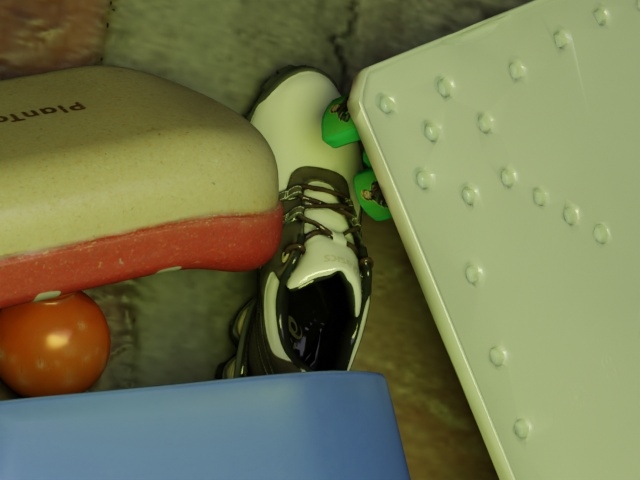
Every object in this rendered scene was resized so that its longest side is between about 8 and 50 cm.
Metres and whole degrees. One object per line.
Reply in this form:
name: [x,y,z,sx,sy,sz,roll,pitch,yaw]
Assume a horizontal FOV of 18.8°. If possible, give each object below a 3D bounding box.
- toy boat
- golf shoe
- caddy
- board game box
toy boat: [-0.129,0.008,0.935,0.231,0.151,0.151,-12,119,-27]
golf shoe: [0.000,0.000,1.009,0.077,0.094,0.198,7,78,-25]
caddy: [-0.105,0.167,0.853,0.341,0.241,0.179,-3,78,-27]
board game box: [0.207,0.041,1.087,0.390,0.050,0.390,-25,95,-40]
